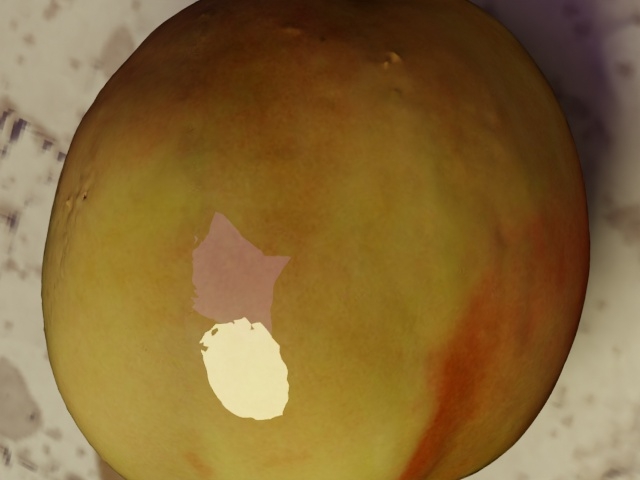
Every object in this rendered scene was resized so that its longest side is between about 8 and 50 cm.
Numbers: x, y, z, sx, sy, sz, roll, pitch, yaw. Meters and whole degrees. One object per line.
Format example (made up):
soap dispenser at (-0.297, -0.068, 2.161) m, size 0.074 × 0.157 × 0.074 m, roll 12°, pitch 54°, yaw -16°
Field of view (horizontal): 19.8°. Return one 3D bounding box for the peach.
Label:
peach at (0.000, 0.000, 0.585) m, size 0.184 × 0.184 × 0.184 m, roll 6°, pitch 103°, yaw 25°
